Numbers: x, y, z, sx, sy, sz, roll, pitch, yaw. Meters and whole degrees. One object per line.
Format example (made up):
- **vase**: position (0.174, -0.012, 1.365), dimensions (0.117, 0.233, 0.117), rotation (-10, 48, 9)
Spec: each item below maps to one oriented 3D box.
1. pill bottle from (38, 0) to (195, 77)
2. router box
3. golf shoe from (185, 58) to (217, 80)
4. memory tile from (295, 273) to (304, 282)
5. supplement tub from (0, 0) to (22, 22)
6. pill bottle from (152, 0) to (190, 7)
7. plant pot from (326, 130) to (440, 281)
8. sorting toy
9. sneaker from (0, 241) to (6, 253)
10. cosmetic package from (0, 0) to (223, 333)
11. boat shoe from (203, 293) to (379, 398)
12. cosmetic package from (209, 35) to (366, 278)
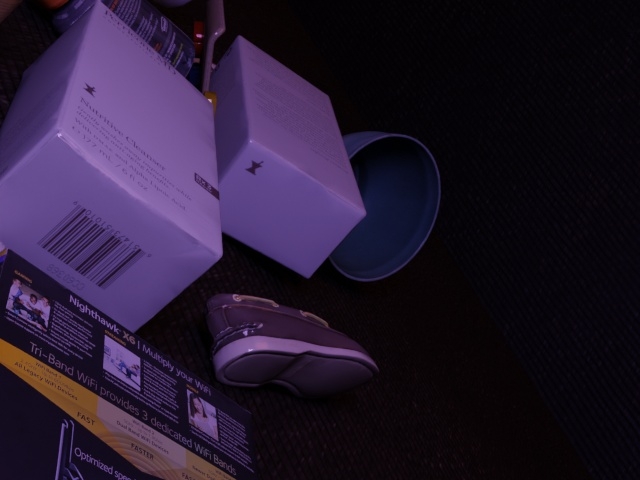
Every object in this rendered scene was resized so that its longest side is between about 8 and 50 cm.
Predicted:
- **pill bottle**: position (-0.321, -0.333, 1.272), dimensions (0.245, 0.130, 0.130), rotation (38, 21, -42)
- **router box**: position (-0.173, 0.182, 0.670), dimensions (0.309, 0.081, 0.243), rotation (43, 19, -32)
- **golf shoe**: position (-0.218, -0.331, 1.672), dimensions (0.186, 0.067, 0.086), rotation (29, 27, -55)
- **memory tile**: position (0.000, 0.000, 1.438), dimensions (0.012, 0.148, 0.113), rotation (30, 17, -5)
- **supplement tub**: position (-0.385, -0.281, 0.851), dimensions (0.144, 0.199, 0.144), rotation (47, 16, -19)
- **pill bottle**: position (-0.374, -0.587, 1.465), dimensions (0.392, 0.224, 0.224), rotation (23, 33, -55)
- **plant pot**: position (0.066, -0.089, 1.640), dimensions (0.293, 0.293, 0.196), rotation (39, -6, -40)
- **sorting toy**: position (-0.198, -0.257, 1.346), dimensions (0.041, 0.229, 0.307), rotation (9, 31, -14)
- **sneaker**: position (-0.319, 0.012, 0.679), dimensions (0.061, 0.053, 0.152), rotation (50, 16, 1)
- **cosmetic package**: position (-0.242, -0.099, 0.946), dimensions (0.217, 0.156, 0.385), rotation (41, 20, -31)
- **boat shoe**: position (-0.032, 0.143, 1.099), dimensions (0.324, 0.116, 0.097), rotation (21, 38, -52)
- **cosmetic package**: position (-0.087, -0.161, 1.437), dimensions (0.230, 0.161, 0.453), rotation (31, 24, -24)
